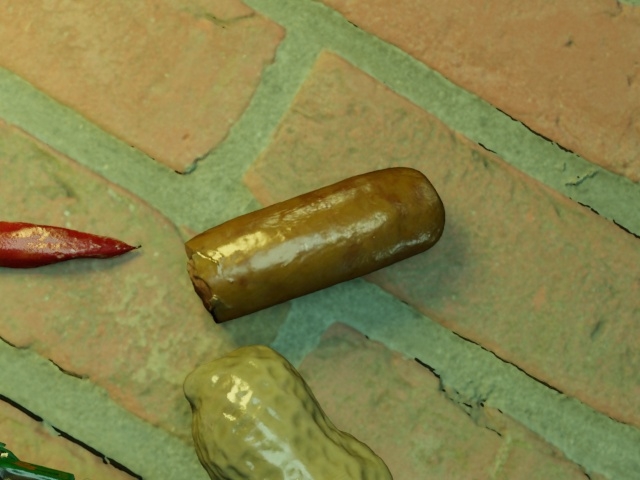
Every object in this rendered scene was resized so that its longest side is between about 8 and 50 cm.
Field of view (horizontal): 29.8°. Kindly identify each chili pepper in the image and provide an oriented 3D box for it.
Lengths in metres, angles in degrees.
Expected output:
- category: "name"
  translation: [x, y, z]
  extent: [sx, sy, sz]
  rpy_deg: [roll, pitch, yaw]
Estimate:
- category: "chili pepper"
  translation: [-0.265, 0.006, 1.179]
  extent: [0.178, 0.027, 0.045]
  rpy_deg: [4, 79, -11]

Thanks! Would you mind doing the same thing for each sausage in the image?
- category: "sausage"
  translation: [0.000, -0.002, 1.193]
  extent: [0.270, 0.109, 0.109]
  rpy_deg: [-19, 84, -16]

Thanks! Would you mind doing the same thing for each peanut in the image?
- category: "peanut"
  translation: [-0.015, 0.232, 1.133]
  extent: [0.159, 0.143, 0.291]
  rpy_deg: [-21, 77, -47]

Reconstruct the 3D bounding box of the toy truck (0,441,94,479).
- category: "toy truck"
  translation: [-0.290, 0.254, 1.052]
  extent: [0.363, 0.178, 0.176]
  rpy_deg: [16, 87, -7]
